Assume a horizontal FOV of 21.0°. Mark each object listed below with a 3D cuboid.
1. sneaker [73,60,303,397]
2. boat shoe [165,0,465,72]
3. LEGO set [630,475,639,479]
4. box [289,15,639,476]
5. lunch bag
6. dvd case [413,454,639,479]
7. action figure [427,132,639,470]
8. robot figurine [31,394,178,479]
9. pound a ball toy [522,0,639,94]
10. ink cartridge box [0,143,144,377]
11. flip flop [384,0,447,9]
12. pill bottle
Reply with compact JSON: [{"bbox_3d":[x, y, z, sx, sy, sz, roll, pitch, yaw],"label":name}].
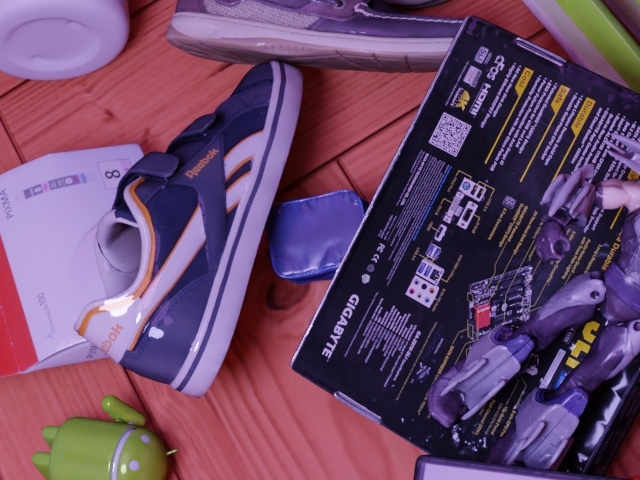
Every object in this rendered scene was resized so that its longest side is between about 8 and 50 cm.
[{"bbox_3d":[-0.106,-0.035,1.422,0.127,0.126,0.321,22,56,-9],"label":"sneaker"},{"bbox_3d":[0.005,-0.198,1.500,0.285,0.103,0.092,5,87,18],"label":"boat shoe"},{"bbox_3d":[0.283,0.238,1.225,0.244,0.060,0.182,38,81,9],"label":"LEGO set"},{"bbox_3d":[0.157,0.022,1.331,0.257,0.079,0.322,29,97,24],"label":"box"},{"bbox_3d":[0.000,0.000,1.449,0.098,0.065,0.067,-11,80,11],"label":"lunch bag"},{"bbox_3d":[0.175,0.244,1.145,0.253,0.022,0.180,5,70,12],"label":"dvd case"},{"bbox_3d":[0.204,0.050,1.200,0.185,0.099,0.285,43,112,5],"label":"action figure"},{"bbox_3d":[-0.177,0.182,1.420,0.115,0.067,0.101,7,57,20],"label":"robot figurine"},{"bbox_3d":[0.263,-0.247,1.368,0.135,0.208,0.319,-22,59,-25],"label":"pound a ball toy"},{"bbox_3d":[-0.236,0.018,1.457,0.232,0.066,0.189,-7,59,-27],"label":"ink cartridge box"},{"bbox_3d":[0.030,-0.276,1.550,0.277,0.080,0.112,6,69,17],"label":"flip flop"},{"bbox_3d":[-0.259,-0.293,1.611,0.146,0.146,0.264,-14,64,11],"label":"pill bottle"}]
